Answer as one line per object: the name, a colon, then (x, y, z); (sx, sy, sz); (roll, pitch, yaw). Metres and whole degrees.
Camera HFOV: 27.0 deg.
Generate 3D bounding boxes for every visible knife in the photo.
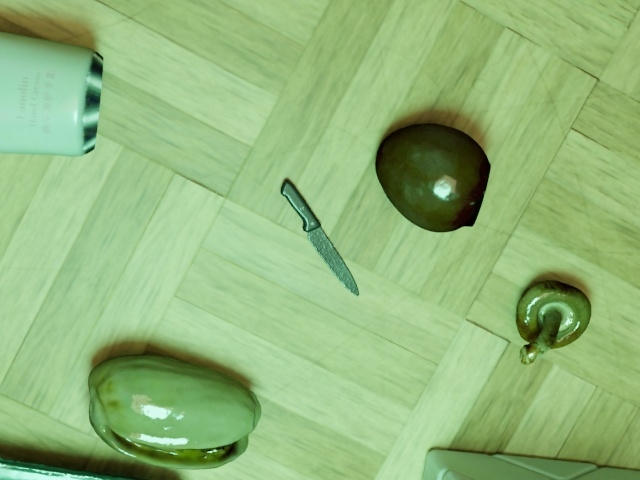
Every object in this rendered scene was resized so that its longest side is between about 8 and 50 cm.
knife: (0.000, 0.000, 1.599); (0.023, 0.010, 0.170); (-34, 106, 0)

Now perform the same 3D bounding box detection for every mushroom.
mushroom: (0.269, 0.101, 1.623); (0.129, 0.073, 0.088); (-39, 124, -33)

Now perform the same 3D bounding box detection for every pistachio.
pistachio: (-0.175, 0.199, 1.567); (0.206, 0.131, 0.129); (13, 145, -16)

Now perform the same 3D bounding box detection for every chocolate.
chocolate: (0.128, -0.076, 1.564); (0.133, 0.127, 0.124); (12, 70, 2)

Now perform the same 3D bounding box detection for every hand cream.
hand cream: (-0.415, -0.170, 1.457); (0.358, 0.118, 0.185); (6, 101, -3)

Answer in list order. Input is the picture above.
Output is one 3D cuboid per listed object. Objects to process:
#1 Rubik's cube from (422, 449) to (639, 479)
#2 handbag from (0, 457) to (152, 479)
Rubik's cube: (0.282, 0.456, 1.580); (0.321, 0.319, 0.316); (6, 100, -11)
handbag: (-0.325, 0.380, 1.570); (0.326, 0.089, 0.238); (9, 119, -12)
